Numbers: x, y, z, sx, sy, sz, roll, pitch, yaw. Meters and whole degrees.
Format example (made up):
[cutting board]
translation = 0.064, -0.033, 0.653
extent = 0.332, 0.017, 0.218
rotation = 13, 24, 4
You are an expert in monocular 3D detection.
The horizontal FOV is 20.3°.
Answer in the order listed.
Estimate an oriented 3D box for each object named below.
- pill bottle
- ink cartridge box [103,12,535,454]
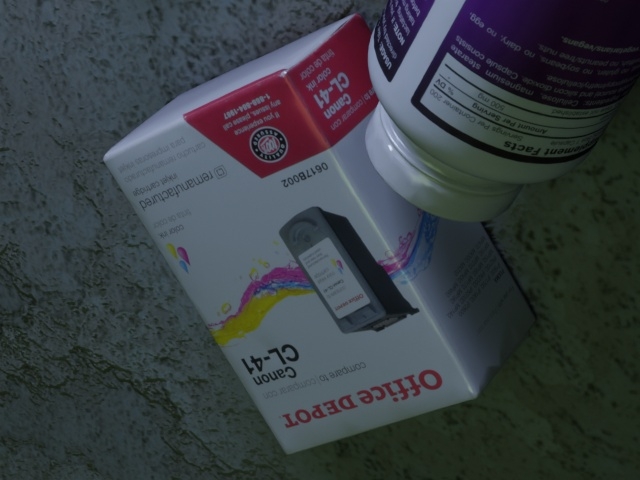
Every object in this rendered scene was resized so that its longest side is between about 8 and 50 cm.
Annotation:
[pill bottle]
translation = 0.148, -0.167, 1.233
extent = 0.181, 0.181, 0.323
rotation = 36, 131, 8
[ink cartridge box]
translation = 0.000, 0.000, 1.465
extent = 0.226, 0.131, 0.306
rotation = -22, 104, 39
